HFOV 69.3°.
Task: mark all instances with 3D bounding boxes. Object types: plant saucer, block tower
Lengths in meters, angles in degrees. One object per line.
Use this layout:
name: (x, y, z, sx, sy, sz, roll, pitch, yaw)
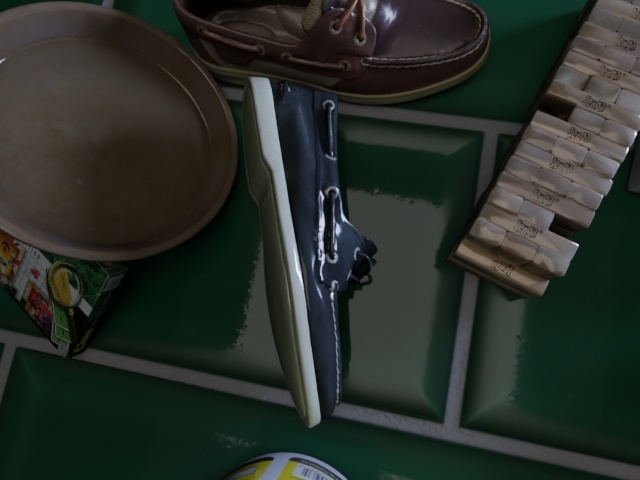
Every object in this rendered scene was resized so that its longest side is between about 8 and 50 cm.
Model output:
plant saucer: (-0.222, -0.111, 0.477, 0.278, 0.041, 0.277, 9, 72, -29)
block tower: (0.251, -0.109, 0.464, 0.097, 0.091, 0.335, 28, 85, 10)

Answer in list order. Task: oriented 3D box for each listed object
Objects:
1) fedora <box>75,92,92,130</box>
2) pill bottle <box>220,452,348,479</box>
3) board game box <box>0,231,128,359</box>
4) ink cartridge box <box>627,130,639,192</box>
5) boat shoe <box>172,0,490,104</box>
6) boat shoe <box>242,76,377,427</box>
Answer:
fedora: (-0.290, -0.125, 0.532, 0.195, 0.079, 0.194, -1, 81, 6)
pill bottle: (-0.052, 0.279, 0.303, 0.188, 0.334, 0.187, -1, 80, 7)
board game box: (-0.330, -0.004, 0.513, 0.260, 0.030, 0.136, 41, 112, 12)
ink cartridge box: (0.433, -0.102, 0.443, 0.203, 0.086, 0.148, 14, 82, 9)
boat shoe: (0.012, -0.232, 0.495, 0.342, 0.123, 0.123, 7, 81, 8)
boat shoe: (-0.001, 0.000, 0.461, 0.113, 0.127, 0.339, -7, 76, -18)
